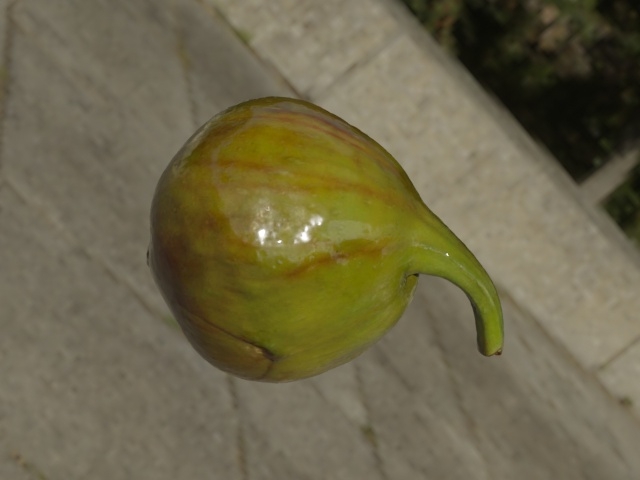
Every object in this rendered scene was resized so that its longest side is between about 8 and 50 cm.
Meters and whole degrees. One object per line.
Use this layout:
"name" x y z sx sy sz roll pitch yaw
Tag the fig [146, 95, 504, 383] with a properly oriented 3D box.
"fig" 0.000 0.000 0.519 0.082 0.098 0.084 -39 122 -69
